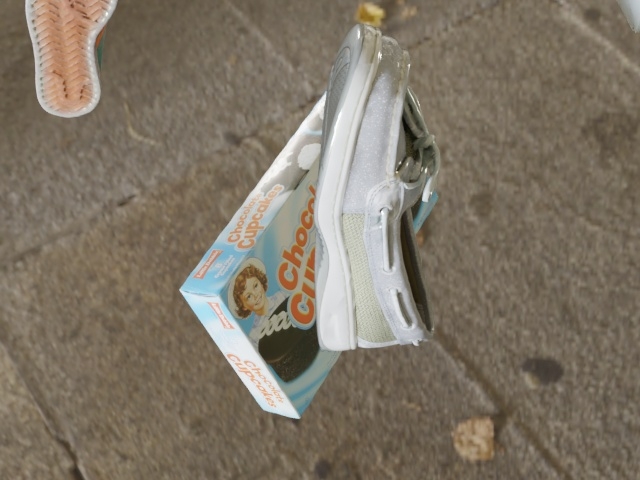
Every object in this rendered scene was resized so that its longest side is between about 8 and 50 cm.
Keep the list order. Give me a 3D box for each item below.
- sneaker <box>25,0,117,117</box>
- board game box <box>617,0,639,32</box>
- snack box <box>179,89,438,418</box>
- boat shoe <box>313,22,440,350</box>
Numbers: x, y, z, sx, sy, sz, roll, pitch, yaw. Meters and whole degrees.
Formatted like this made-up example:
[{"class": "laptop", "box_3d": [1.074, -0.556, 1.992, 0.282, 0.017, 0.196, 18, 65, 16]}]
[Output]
[{"class": "sneaker", "box_3d": [-0.310, -0.292, 1.487, 0.108, 0.302, 0.121, 1, 55, -16]}, {"class": "board game box", "box_3d": [0.468, -0.388, 1.404, 0.303, 0.097, 0.224, -17, 63, -5]}, {"class": "snack box", "box_3d": [0.000, 0.000, 1.259, 0.060, 0.187, 0.322, 6, 50, 39]}, {"class": "boat shoe", "box_3d": [0.048, -0.028, 0.930, 0.103, 0.320, 0.118, 3, 45, 2]}]
